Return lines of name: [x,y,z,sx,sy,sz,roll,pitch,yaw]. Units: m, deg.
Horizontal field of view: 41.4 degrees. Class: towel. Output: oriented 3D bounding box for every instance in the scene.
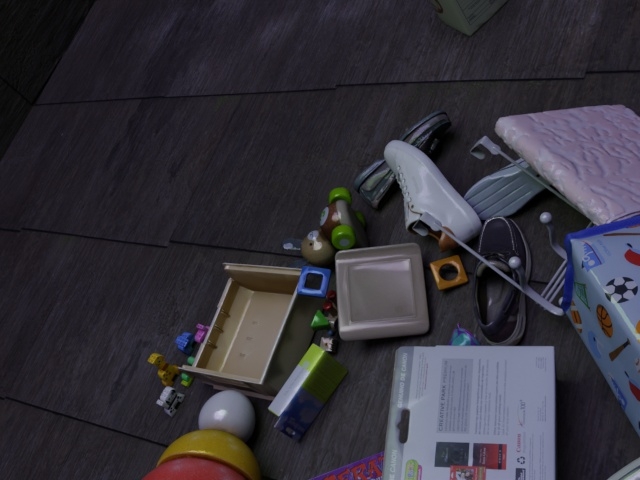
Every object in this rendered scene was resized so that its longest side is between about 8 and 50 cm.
towel: [0.531,-0.140,1.537,0.317,0.053,0.332,-10,41,-25]

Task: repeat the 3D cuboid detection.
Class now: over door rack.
over door rack: [0.367,-0.042,1.562,0.324,0.108,0.239,33,66,17]

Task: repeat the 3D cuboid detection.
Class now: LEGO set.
LEGO set: [-0.331,0.274,1.936,0.087,0.093,0.227,16,70,41]

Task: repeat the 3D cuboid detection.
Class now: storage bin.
storage bin: [-0.149,0.196,1.845,0.261,0.123,0.262,4,62,36]

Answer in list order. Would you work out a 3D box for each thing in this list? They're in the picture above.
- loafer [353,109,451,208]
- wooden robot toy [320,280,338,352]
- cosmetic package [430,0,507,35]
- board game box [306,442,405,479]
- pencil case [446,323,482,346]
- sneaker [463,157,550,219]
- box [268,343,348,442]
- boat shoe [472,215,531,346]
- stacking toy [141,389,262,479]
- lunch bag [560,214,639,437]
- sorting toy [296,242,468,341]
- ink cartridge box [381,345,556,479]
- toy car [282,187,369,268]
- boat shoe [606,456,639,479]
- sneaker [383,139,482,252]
loafer: [0.199,-0.176,1.906,0.267,0.096,0.084,-41,65,13]
wooden robot toy: [0.052,0.153,1.777,0.079,0.076,0.173,6,63,25]
cosmetic package: [0.314,-0.651,2.004,0.153,0.296,0.129,-44,44,-1]
board game box: [0.119,0.484,1.510,0.347,0.056,0.208,-26,44,18]
pencil case: [0.235,0.234,1.592,0.151,0.064,0.070,-46,65,-2]
sneaker: [0.410,-0.122,1.719,0.258,0.094,0.091,-27,9,29]
box: [-0.029,0.306,1.692,0.042,0.109,0.178,28,77,39]
boat shoe: [0.340,0.064,1.619,0.103,0.092,0.285,-10,55,29]
stacking toy: [-0.216,0.489,1.623,0.351,0.350,0.479,-15,33,26]
lunch bag: [0.612,0.115,1.289,0.386,0.238,0.327,-16,46,-4]
sorting toy: [0.126,0.108,1.732,0.348,0.047,0.195,-6,64,7]
ink cartridge box: [0.253,0.336,1.407,0.272,0.130,0.309,-1,54,17]
toy car: [0.000,0.000,1.853,0.189,0.149,0.155,-20,40,15]
boat shoe: [0.583,0.356,1.156,0.501,0.186,0.156,-21,44,9]
sneaker: [0.200,-0.094,1.764,0.123,0.106,0.290,-33,59,-12]
